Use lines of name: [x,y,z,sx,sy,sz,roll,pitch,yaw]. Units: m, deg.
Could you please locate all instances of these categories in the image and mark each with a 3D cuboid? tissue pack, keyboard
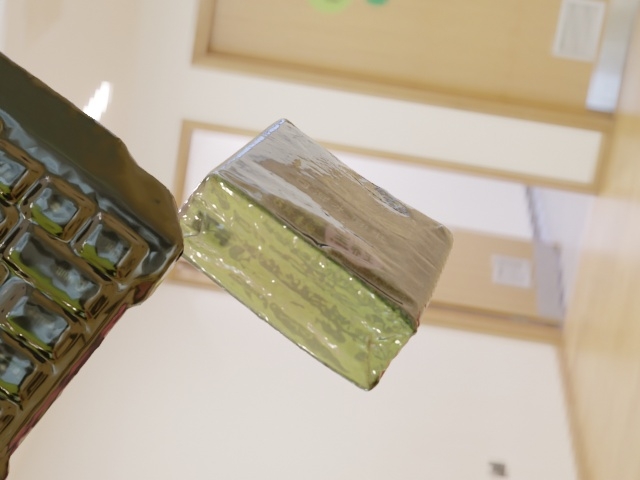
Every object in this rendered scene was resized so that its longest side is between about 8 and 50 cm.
tissue pack: [0.000,0.000,0.687,0.051,0.112,0.156,-54,0,17]
keyboard: [-0.158,-0.044,0.312,0.106,0.262,0.016,-53,-3,-21]
